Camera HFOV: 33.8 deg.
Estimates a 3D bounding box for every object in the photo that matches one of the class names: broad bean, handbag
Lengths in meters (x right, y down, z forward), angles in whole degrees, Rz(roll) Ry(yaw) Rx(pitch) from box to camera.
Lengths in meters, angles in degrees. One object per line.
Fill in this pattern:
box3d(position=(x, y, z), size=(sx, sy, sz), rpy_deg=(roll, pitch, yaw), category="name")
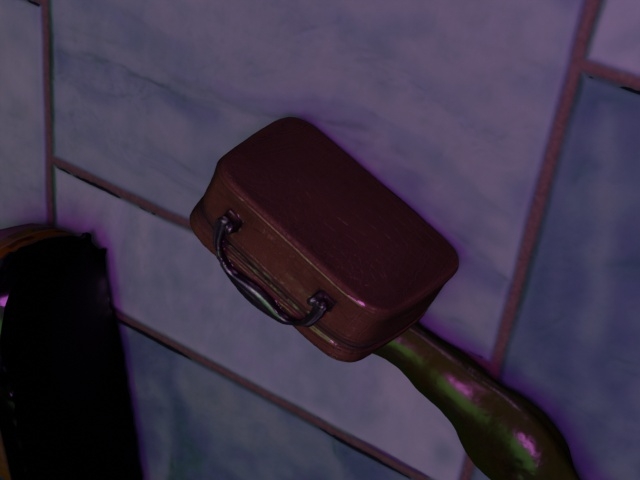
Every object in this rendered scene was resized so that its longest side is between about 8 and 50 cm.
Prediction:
box3d(position=(0.113, 0.130, 0.872), size=(0.325, 0.067, 0.075), rpy_deg=(39, 101, 16), category="broad bean")
box3d(position=(0.000, 0.000, 0.820), size=(0.193, 0.151, 0.072), rpy_deg=(42, 129, 9), category="handbag")

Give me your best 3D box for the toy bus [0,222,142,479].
box3d(position=(-0.316, 0.161, 1.129), size=(0.162, 0.171, 0.386), rpy_deg=(16, 122, 33), category="toy bus")
